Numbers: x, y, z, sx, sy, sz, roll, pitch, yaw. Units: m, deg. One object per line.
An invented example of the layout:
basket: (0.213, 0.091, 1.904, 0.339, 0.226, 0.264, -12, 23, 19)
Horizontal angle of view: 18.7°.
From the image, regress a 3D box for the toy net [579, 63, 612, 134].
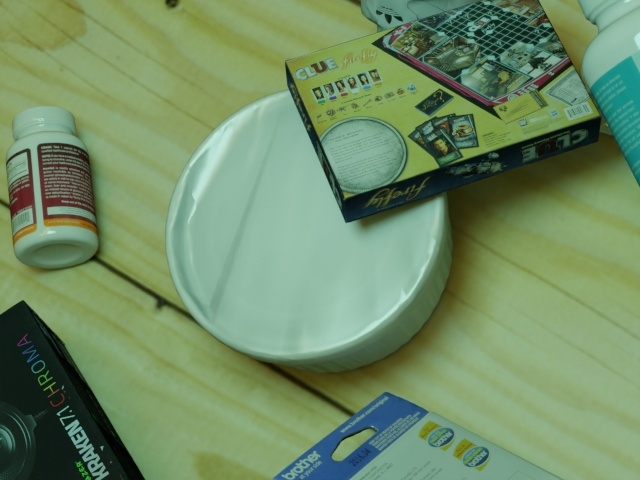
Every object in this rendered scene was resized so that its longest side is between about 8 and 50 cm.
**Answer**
toy net: (0.322, -0.178, 1.824, 0.232, 0.045, 0.122, -19, 66, 12)

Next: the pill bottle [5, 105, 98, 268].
pill bottle: (-0.274, -0.055, 1.966, 0.086, 0.086, 0.152, -14, 67, 14)

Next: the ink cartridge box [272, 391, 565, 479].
ink cartridge box: (0.130, 0.252, 1.668, 0.311, 0.065, 0.186, 28, 38, 24)

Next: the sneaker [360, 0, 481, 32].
sneaker: (0.144, -0.316, 1.894, 0.137, 0.210, 0.366, 23, 45, 25)

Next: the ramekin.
ramekin: (0.000, 0.000, 1.826, 0.273, 0.127, 0.273, -6, 69, 17)

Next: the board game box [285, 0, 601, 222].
board game box: (0.109, -0.126, 1.753, 0.243, 0.042, 0.165, -18, 59, -7)

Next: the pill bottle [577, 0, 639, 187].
pill bottle: (0.325, -0.121, 1.712, 0.146, 0.146, 0.264, -28, 81, 8)

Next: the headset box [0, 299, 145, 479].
headset box: (-0.325, 0.243, 1.833, 0.283, 0.131, 0.246, -33, 63, -2)
